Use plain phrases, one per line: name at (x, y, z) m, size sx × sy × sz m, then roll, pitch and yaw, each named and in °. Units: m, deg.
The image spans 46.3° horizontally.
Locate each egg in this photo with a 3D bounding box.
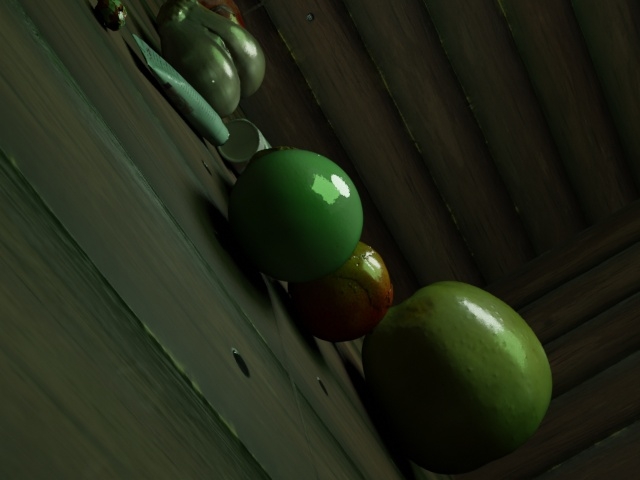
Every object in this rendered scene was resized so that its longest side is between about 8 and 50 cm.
egg at (-0.042, -0.042, 1.251) m, size 0.220 × 0.220 × 0.270 m, roll 61°, pitch 9°, yaw 25°

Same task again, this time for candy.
candy at (-0.378, -0.420, 1.226) m, size 0.184 × 0.049 × 0.055 m, roll 54°, pitch -28°, yaw 7°

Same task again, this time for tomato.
tomato at (-0.314, -0.566, 2.021) m, size 0.232 × 0.232 × 0.188 m, roll 59°, pitch -19°, yaw -2°

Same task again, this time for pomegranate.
pomegranate at (0.034, 0.084, 1.456) m, size 0.210 × 0.210 × 0.235 m, roll -116°, pitch -173°, yaw -59°

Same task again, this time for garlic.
garlic at (-0.264, -0.378, 1.743) m, size 0.246 × 0.231 × 0.340 m, roll 17°, pitch -18°, yaw 0°

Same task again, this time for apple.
apple at (0.324, 0.320, 1.824) m, size 0.473 × 0.474 × 0.473 m, roll 59°, pitch 3°, yaw -5°

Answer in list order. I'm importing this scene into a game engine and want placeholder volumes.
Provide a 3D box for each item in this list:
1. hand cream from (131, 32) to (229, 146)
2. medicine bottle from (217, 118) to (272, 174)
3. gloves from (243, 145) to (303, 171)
hand cream at (-0.267, -0.286, 1.474) m, size 0.085 × 0.058 × 0.331 m, roll 63°, pitch 4°, yaw 27°
medicine bottle at (-0.174, -0.214, 1.877) m, size 0.161 × 0.111 × 0.296 m, roll 59°, pitch 1°, yaw 7°
gloves at (-0.086, -0.092, 1.540) m, size 0.356 × 0.155 × 0.203 m, roll 180°, pitch -85°, yaw -71°
